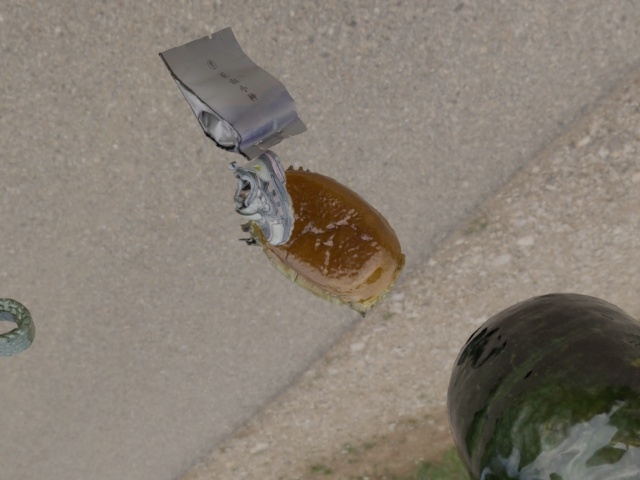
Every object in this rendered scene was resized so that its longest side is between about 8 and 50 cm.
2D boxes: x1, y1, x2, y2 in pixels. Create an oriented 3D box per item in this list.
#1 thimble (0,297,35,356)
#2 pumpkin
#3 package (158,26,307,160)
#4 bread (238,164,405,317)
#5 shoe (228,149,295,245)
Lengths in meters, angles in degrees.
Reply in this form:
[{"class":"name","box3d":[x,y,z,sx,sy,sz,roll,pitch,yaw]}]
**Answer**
[{"class":"thimble","box3d":[-0.522,0.141,1.099,0.110,0.084,0.062,-1,145,-12]},{"class":"pumpkin","box3d":[0.373,0.276,0.884,0.344,0.454,0.454,-51,136,8]},{"class":"package","box3d":[-0.159,-0.269,1.265,0.062,0.250,0.204,-39,180,42]},{"class":"bread","box3d":[0.006,-0.011,1.523,0.389,0.236,0.183,32,161,11]},{"class":"shoe","box3d":[-0.110,-0.073,1.252,0.092,0.180,0.089,-14,-170,-27]}]
